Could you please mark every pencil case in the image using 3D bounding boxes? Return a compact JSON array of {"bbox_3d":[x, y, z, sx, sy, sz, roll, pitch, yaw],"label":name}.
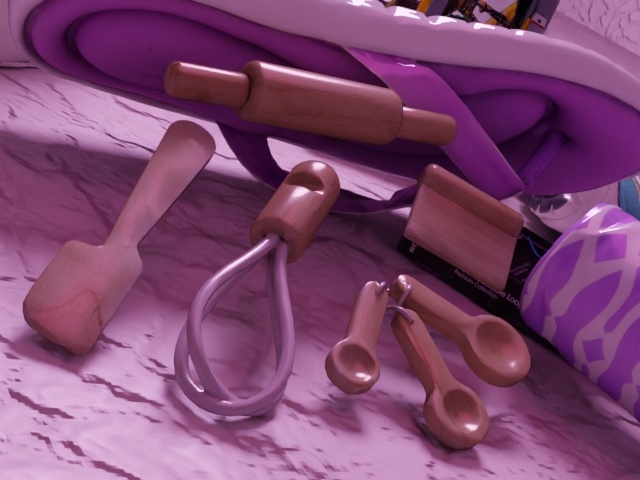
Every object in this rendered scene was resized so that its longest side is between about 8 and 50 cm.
[{"bbox_3d":[0.193,0.068,0.513,0.206,0.086,0.088,45,-3,27],"label":"pencil case"}]

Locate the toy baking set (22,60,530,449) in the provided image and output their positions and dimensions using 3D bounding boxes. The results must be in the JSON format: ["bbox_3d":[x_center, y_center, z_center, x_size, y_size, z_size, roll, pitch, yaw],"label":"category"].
[{"bbox_3d":[0.000,-0.005,0.469,0.256,0.030,0.196,11,49,-27],"label":"toy baking set"}]

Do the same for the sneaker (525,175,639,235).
[{"bbox_3d":[0.231,-0.045,0.895,0.110,0.107,0.275,43,23,-8],"label":"sneaker"}]

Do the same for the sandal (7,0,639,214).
[{"bbox_3d":[0.023,-0.063,0.619,0.416,0.169,0.102,11,68,-23],"label":"sandal"}]

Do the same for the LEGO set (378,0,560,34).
[{"bbox_3d":[0.035,-0.183,0.928,0.331,0.192,0.255,32,-13,-20],"label":"LEGO set"}]

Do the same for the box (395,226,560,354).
[{"bbox_3d":[0.140,0.029,0.657,0.162,0.029,0.116,32,21,23],"label":"box"}]

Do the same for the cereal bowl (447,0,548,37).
[{"bbox_3d":[0.166,-0.330,1.242,0.141,0.339,0.339,-10,22,3],"label":"cereal bowl"}]

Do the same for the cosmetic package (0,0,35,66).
[{"bbox_3d":[-0.271,-0.238,0.703,0.296,0.129,0.153,31,19,17],"label":"cosmetic package"}]
